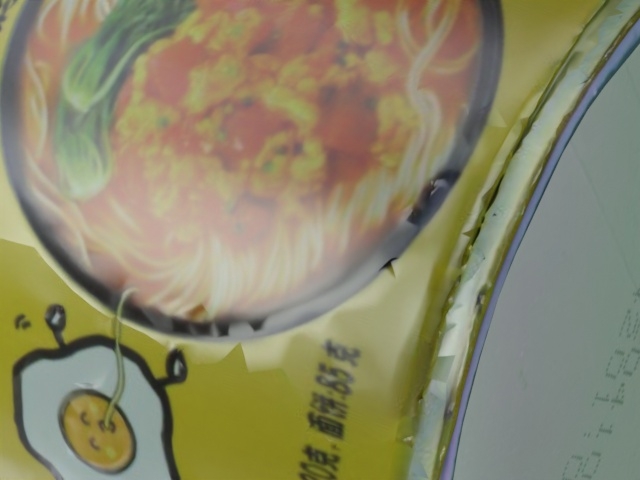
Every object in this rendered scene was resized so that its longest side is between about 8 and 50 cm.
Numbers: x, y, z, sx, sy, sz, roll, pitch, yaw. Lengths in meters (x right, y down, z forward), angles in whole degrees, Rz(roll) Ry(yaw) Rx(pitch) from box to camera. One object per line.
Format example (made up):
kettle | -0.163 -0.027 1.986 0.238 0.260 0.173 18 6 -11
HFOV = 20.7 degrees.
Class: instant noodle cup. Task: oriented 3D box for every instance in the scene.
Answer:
instant noodle cup | 0.000 0.000 0.529 0.254 0.325 0.325 21 115 35
